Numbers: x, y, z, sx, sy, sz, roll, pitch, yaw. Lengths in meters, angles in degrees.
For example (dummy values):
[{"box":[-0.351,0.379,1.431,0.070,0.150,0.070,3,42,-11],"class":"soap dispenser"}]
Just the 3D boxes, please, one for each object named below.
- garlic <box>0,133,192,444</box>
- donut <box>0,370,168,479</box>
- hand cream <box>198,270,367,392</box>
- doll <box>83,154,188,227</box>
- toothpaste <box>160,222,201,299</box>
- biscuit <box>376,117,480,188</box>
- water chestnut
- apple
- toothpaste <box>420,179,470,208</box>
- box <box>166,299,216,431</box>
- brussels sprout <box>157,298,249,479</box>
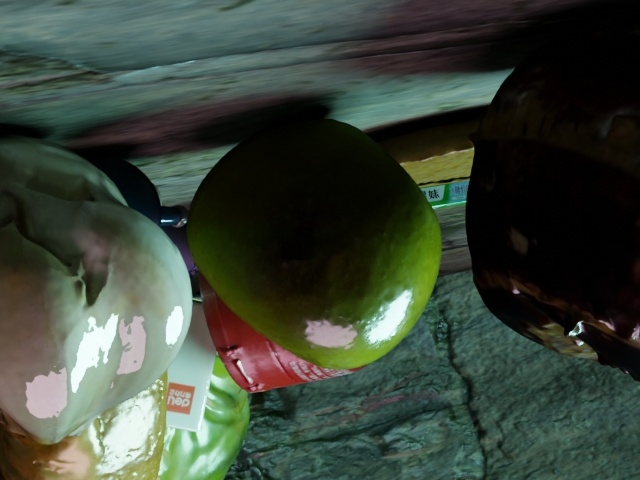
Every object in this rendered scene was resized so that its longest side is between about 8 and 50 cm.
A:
[{"box":[-0.221,0.018,1.068,0.281,0.184,0.203,6,136,13],"class":"garlic"},{"box":[-0.253,0.130,1.431,0.150,0.299,0.317,-18,172,-36],"class":"donut"},{"box":[-0.030,0.049,1.646,0.125,0.193,0.193,-11,175,16],"class":"hand cream"},{"box":[-0.157,-0.021,1.223,0.114,0.085,0.152,8,-174,0],"class":"doll"},{"box":[-0.174,0.009,1.652,0.125,0.080,0.371,-9,169,26],"class":"toothpaste"},{"box":[0.117,-0.075,1.447,0.262,0.037,0.262,-11,174,-1],"class":"biscuit"},{"box":[0.237,-0.039,1.101,0.300,0.300,0.300,-11,175,-1],"class":"water chestnut"},{"box":[0.000,0.000,1.217,0.157,0.196,0.196,-46,173,1],"class":"apple"},{"box":[0.116,-0.041,1.497,0.083,0.020,0.017,-9,173,-23],"class":"toothpaste"},{"box":[-0.233,0.100,1.647,0.269,0.135,0.079,13,177,-24],"class":"box"},{"box":[-0.220,0.178,1.842,0.268,0.344,0.344,21,-174,19],"class":"brussels sprout"}]
